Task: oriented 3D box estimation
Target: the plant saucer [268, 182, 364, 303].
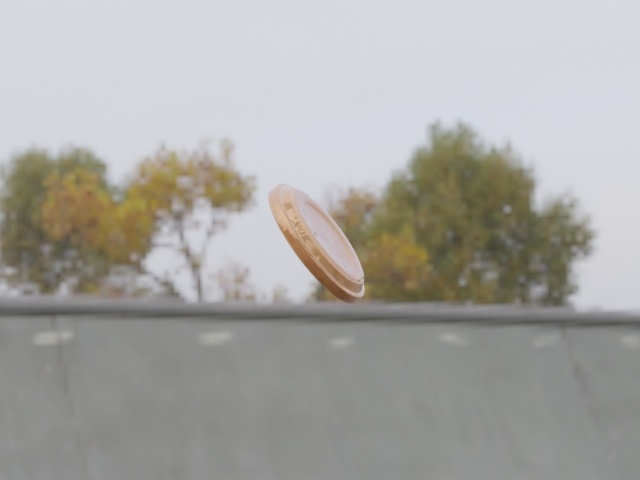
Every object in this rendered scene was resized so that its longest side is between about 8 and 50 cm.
[{"bbox_3d":[0.000,0.000,1.036,0.013,0.083,0.083,-37,-19,15],"label":"plant saucer"}]
